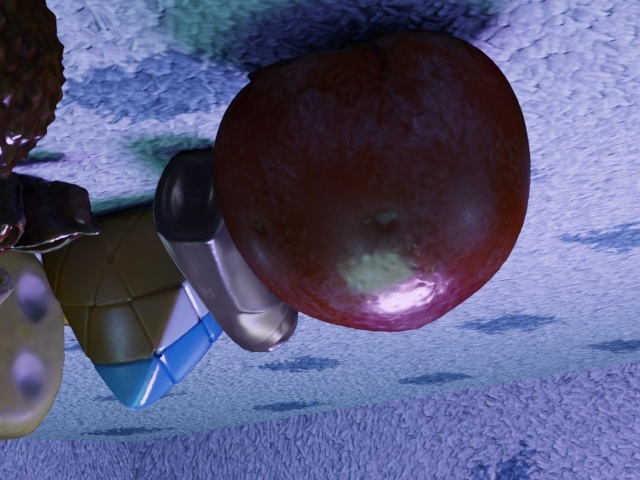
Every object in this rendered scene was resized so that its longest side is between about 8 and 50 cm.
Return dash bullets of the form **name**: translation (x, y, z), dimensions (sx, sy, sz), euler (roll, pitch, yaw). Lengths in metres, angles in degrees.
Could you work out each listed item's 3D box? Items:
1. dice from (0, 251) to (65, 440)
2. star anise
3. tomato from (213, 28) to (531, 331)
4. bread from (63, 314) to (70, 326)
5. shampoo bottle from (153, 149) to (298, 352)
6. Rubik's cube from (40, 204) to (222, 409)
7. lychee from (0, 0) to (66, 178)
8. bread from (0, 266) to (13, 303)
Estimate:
- **dice**: translation (-0.461, 0.122, 1.888), dimensions (0.226, 0.238, 0.233), euler (-11, 167, 34)
- **star anise**: translation (-0.329, -0.030, 1.594), dimensions (0.220, 0.099, 0.214), euler (-7, -179, 22)
- **tomato**: translation (0.045, -0.045, 1.296), dimensions (0.265, 0.265, 0.265), euler (-4, 167, -1)
- **bread**: translation (-0.252, 0.066, 2.052), dimensions (0.160, 0.088, 0.233), euler (1, 168, -32)
- **shampoo bottle**: translation (-0.093, 0.029, 1.716), dimensions (0.084, 0.126, 0.350), euler (0, 154, 13)
- **Rubik's cube**: translation (-0.161, 0.035, 1.848), dimensions (0.254, 0.254, 0.254), euler (-4, 167, -1)
- **lychee**: translation (-0.259, -0.110, 1.012), dimensions (0.200, 0.200, 0.238), euler (-5, 148, 4)
- **bread**: translation (-0.419, 0.085, 1.633), dimensions (0.178, 0.060, 0.139), euler (-35, 160, 35)
